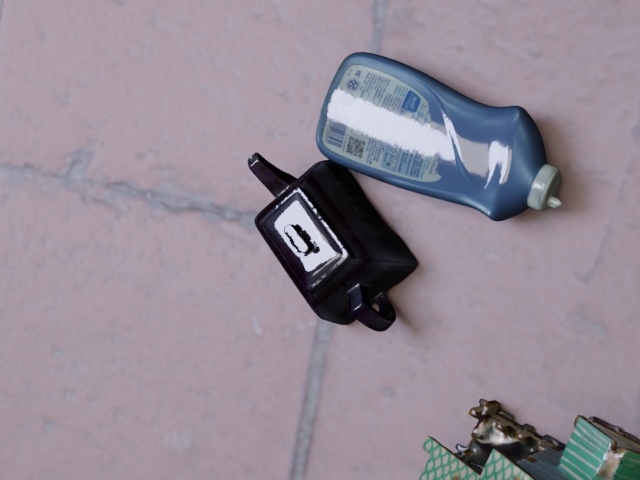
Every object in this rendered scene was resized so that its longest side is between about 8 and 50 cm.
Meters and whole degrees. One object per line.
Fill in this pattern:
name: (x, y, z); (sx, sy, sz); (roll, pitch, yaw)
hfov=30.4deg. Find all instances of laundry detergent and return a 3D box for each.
laundry detergent: (0.099, -0.075, 0.928); (0.206, 0.061, 0.096); (25, 90, 23)

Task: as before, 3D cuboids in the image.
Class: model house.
model house: (0.168, 0.216, 0.803); (0.271, 0.206, 0.178); (30, 100, 23)

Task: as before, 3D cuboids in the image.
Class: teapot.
teapot: (0.000, 0.000, 0.950); (0.087, 0.096, 0.177); (-41, 73, 17)
